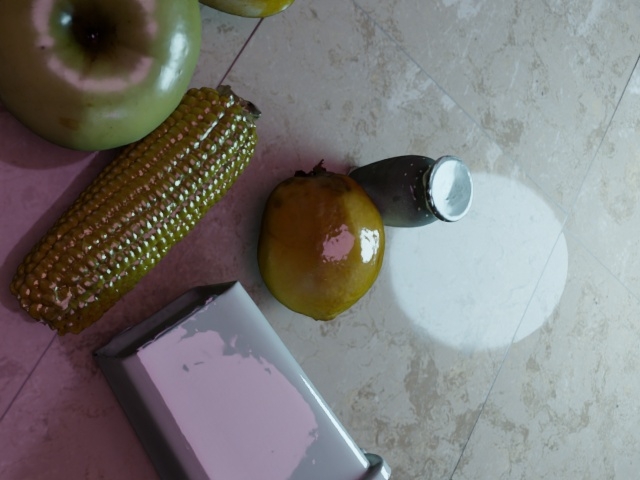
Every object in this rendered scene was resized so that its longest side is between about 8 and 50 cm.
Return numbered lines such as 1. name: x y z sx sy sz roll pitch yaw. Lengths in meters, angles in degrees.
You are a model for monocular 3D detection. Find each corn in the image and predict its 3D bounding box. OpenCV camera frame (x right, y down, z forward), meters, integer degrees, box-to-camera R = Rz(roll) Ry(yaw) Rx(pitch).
1. corn: -0.227 -0.048 0.971 0.387 0.144 0.144 -49 113 -17

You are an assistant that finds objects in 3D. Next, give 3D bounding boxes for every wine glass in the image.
1. wine glass: 0.128 -0.074 1.149 0.111 0.204 0.111 1 89 -37

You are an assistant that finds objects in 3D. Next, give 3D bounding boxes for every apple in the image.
1. apple: -0.268 -0.237 0.880 0.262 0.262 0.262 0 90 -32

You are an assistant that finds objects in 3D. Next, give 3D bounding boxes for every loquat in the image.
1. loquat: 0.000 0.000 1.094 0.187 0.176 0.234 -3 95 -48

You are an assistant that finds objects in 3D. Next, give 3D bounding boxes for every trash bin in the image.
1. trash bin: -0.100 0.247 0.968 0.256 0.296 0.368 -34 101 -26

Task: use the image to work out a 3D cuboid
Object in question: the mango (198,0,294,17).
1. mango: -0.166 -0.438 0.980 0.384 0.199 0.221 32 78 -14
